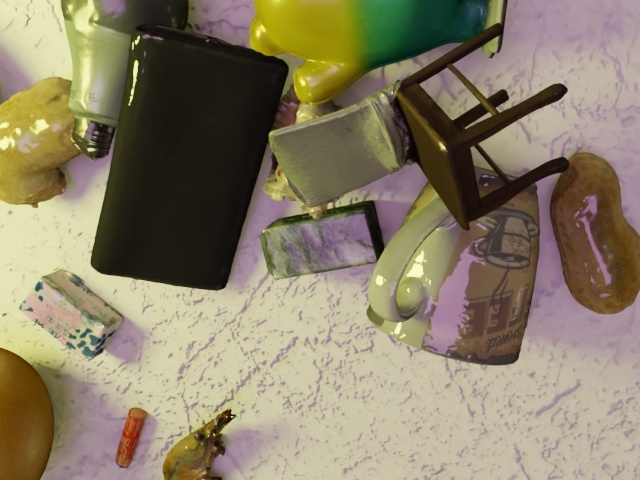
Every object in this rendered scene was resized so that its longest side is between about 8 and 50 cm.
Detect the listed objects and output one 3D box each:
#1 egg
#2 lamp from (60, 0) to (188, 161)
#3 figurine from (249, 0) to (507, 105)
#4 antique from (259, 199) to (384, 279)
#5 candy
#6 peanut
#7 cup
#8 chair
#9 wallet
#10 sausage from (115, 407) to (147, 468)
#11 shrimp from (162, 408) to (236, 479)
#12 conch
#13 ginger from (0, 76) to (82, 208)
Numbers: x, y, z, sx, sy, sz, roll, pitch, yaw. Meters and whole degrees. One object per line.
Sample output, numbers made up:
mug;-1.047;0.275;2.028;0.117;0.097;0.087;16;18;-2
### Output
egg;-0.620;0.351;1.269;0.283;0.282;0.351;24;108;6
lamp;-0.323;-0.293;1.079;0.182;0.182;0.314;33;100;3
figurine;0.070;-0.345;0.965;0.340;0.231;0.323;1;101;6
antique;0.000;0.000;1.142;0.183;0.088;0.086;-11;101;15
candy;-0.440;0.131;1.283;0.160;0.073;0.092;38;107;1
peanut;0.400;-0.011;1.044;0.120;0.110;0.236;-10;93;19
cup;0.178;0.020;1.012;0.227;0.301;0.257;19;102;39
chair;0.119;-0.110;0.888;0.319;0.186;0.160;-28;142;0
wallet;-0.208;-0.109;1.108;0.228;0.062;0.406;9;120;-21
sausage;-0.358;0.374;1.348;0.034;0.034;0.129;23;108;6
shrimp;-0.194;0.379;1.299;0.117;0.066;0.262;36;124;-14
conch;-0.015;-0.145;1.080;0.178;0.163;0.245;-10;75;28
ginger;-0.456;-0.170;1.178;0.267;0.138;0.152;-41;137;24
